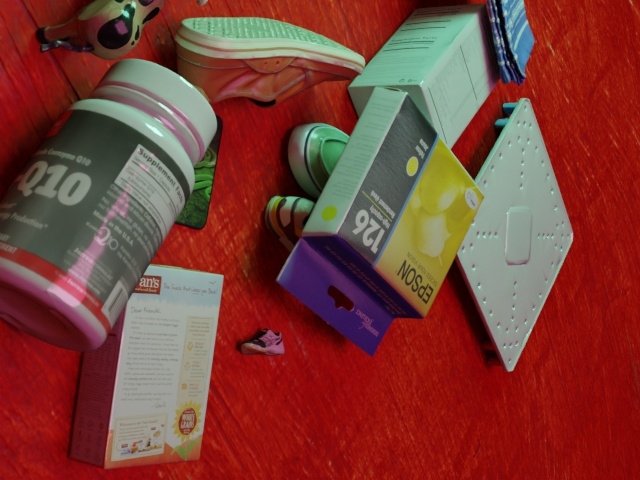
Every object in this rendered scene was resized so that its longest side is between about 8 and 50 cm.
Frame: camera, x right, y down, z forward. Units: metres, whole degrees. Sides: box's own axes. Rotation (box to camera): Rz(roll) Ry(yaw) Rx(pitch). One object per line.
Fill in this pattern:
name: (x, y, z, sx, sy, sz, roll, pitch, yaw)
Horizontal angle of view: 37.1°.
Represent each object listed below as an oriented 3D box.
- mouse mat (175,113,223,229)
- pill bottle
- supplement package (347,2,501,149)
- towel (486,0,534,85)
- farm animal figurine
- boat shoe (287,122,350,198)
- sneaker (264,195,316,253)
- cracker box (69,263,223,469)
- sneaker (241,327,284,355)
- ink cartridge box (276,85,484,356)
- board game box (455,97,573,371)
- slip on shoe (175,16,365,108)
mouse mat: (-0.193, -0.102, 1.163, 0.189, 0.007, 0.153, 17, 80, -53)
pill bottle: (-0.232, -0.042, 0.991, 0.161, 0.161, 0.283, 52, 53, -41)
supplement package: (0.174, -0.256, 1.518, 0.244, 0.134, 0.139, -52, 133, -36)
towel: (0.304, -0.444, 1.562, 0.243, 0.040, 0.336, -57, 137, -56)
farm animal figurine: (-0.173, -0.369, 1.025, 0.326, 0.172, 0.330, -20, 109, -50)
boat shoe: (0.066, -0.091, 1.428, 0.302, 0.094, 0.109, 31, 69, -50)
sneaker: (0.000, 0.000, 1.359, 0.185, 0.084, 0.070, 40, 63, -47)
cracker box: (-0.202, 0.144, 1.126, 0.155, 0.067, 0.232, 12, 85, -53)
sneaker: (-0.082, 0.139, 1.317, 0.083, 0.032, 0.037, 15, 68, -57)
ink cartridge box: (0.100, -0.010, 1.364, 0.303, 0.072, 0.307, 42, 69, -51)
board game box: (0.368, -0.011, 1.866, 0.390, 0.050, 0.390, -57, 134, -33)
slip on shoe: (-0.064, -0.227, 1.246, 0.331, 0.123, 0.101, -14, 127, -51)
